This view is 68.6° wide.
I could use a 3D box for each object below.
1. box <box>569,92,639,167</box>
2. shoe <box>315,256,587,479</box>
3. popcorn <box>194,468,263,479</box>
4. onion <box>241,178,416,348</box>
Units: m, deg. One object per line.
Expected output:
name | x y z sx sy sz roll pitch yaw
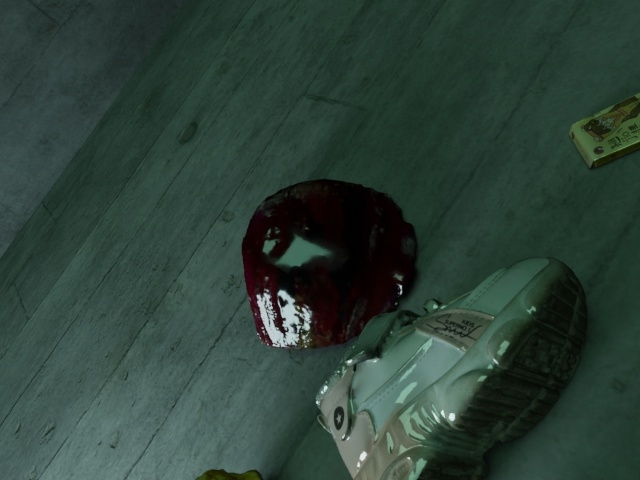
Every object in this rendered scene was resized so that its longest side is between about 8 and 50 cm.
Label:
box | 0.408 -0.154 0.602 0.149 0.020 0.073 -26 51 24
shoe | 0.129 0.143 0.536 0.351 0.172 0.198 -50 42 0
popcorn | -0.111 0.377 0.608 0.167 0.152 0.148 56 140 20
onion | 0.000 0.000 0.745 0.280 0.146 0.314 -14 52 27
